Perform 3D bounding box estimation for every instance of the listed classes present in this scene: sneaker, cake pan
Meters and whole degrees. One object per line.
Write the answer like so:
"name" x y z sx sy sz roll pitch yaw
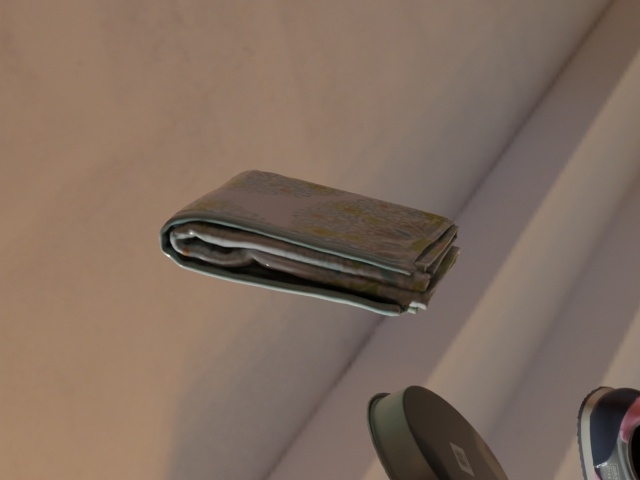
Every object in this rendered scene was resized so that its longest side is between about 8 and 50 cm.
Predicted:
"sneaker" 0.399 0.335 1.504 0.112 0.131 0.319 -17 -87 -26
"cake pan" 0.180 0.320 1.750 0.293 0.054 0.293 43 -161 -19

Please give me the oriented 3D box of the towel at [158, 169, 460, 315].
"towel" 0.000 0.000 1.769 0.320 0.374 0.090 -38 -39 -70
